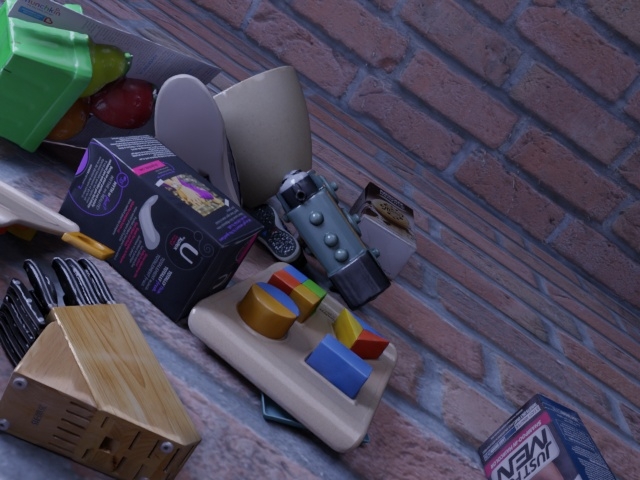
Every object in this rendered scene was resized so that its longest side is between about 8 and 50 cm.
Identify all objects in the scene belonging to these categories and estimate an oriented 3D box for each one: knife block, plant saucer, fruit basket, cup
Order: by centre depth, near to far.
[{"bbox_3d":[-0.263,0.137,0.664,0.275,0.088,0.242,29,24,-12],"label":"knife block"},{"bbox_3d":[-0.010,0.269,0.845,0.191,0.018,0.067,25,25,-25],"label":"plant saucer"},{"bbox_3d":[-0.409,-0.271,0.968,0.352,0.327,0.166,-3,67,-52],"label":"fruit basket"},{"bbox_3d":[-0.149,-0.217,1.277,0.237,0.330,0.331,61,22,-7],"label":"cup"}]

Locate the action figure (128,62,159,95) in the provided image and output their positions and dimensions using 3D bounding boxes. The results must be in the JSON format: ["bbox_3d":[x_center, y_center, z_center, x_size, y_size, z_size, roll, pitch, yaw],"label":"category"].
[{"bbox_3d":[-0.464,-0.380,1.310,0.275,0.141,0.164,42,-1,24],"label":"action figure"}]

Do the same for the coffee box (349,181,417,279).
[{"bbox_3d":[0.169,-0.036,1.541,0.168,0.119,0.297,31,24,-7],"label":"coffee box"}]

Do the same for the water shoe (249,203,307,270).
[{"bbox_3d":[-0.099,-0.003,1.207,0.203,0.072,0.080,52,-4,45],"label":"water shoe"}]

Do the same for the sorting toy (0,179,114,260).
[{"bbox_3d":[-0.454,-0.047,0.752,0.347,0.047,0.196,29,-2,3],"label":"sorting toy"}]

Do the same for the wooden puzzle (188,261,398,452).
[{"bbox_3d":[-0.013,0.158,0.946,0.322,0.081,0.348,37,20,8],"label":"wooden puzzle"}]

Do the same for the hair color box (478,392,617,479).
[{"bbox_3d":[0.385,0.434,0.861,0.105,0.174,0.347,27,24,-16],"label":"hair color box"}]

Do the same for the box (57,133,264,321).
[{"bbox_3d":[-0.259,-0.030,0.892,0.270,0.165,0.143,40,24,9],"label":"box"}]

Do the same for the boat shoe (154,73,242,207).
[{"bbox_3d":[-0.231,-0.158,1.054,0.127,0.341,0.158,-12,30,-7],"label":"boat shoe"}]

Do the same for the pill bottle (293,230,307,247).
[{"bbox_3d":[0.000,0.000,1.310,0.120,0.067,0.067,30,24,-12],"label":"pill bottle"}]

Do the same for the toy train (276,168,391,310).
[{"bbox_3d":[0.027,-0.005,1.144,0.334,0.142,0.190,57,3,-5],"label":"toy train"}]
